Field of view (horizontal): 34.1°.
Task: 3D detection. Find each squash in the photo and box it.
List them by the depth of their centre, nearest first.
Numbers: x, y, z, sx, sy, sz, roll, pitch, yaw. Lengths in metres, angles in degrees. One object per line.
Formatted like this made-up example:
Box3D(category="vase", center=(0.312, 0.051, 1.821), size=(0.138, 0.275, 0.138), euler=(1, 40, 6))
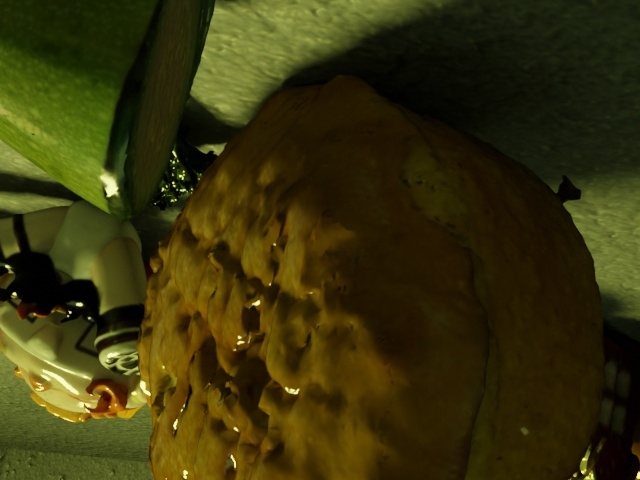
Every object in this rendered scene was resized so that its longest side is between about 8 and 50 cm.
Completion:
Box3D(category="squash", center=(-0.131, -0.110, 0.611), size=(0.123, 0.170, 0.170), euler=(24, 160, 1))

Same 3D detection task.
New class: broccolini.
Box3D(category="broccolini", center=(-0.131, -0.100, 0.821), size=(0.074, 0.058, 0.201), euler=(-8, 144, 4))

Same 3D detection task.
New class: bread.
Box3D(category="bread", center=(0.009, 0.083, 0.765), size=(0.215, 0.398, 0.398), euler=(6, 165, -31))

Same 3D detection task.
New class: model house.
Box3D(category="model house", center=(0.267, 0.232, 1.256), size=(0.196, 0.254, 0.160), euler=(-8, 151, 37))

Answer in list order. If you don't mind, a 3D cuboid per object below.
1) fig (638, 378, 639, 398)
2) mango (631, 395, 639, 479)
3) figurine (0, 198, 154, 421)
Box3D(category="fig", center=(0.472, 0.188, 1.145), size=(0.225, 0.203, 0.203), euler=(-20, 152, 16))
Box3D(category="mango", center=(0.494, 0.264, 1.376), size=(0.317, 0.173, 0.211), euler=(5, 169, -38))
Box3D(category="figurine", center=(-0.258, 0.087, 1.162), size=(0.320, 0.196, 0.323), euler=(30, 157, 9))
